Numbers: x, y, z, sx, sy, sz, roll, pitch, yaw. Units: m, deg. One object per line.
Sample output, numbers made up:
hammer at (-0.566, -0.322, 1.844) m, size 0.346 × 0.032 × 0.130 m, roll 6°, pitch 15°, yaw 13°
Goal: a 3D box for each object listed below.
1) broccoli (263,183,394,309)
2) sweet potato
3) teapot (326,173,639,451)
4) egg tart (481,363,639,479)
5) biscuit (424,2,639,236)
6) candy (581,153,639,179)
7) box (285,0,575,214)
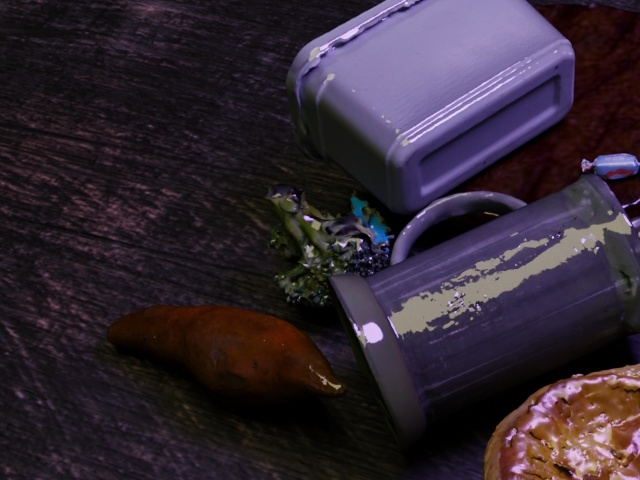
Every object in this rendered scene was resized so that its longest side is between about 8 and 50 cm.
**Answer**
broccoli at (0.000, 0.000, 1.955) m, size 0.154 × 0.160 × 0.167 m, roll -26°, pitch 22°, yaw 18°
sweet potato at (-0.091, 0.128, 1.894) m, size 0.359 × 0.112 × 0.112 m, roll 12°, pitch 48°, yaw 47°
teapot at (0.186, 0.047, 1.822) m, size 0.337 × 0.200 × 0.270 m, roll -23°, pitch 44°, yaw -3°
egg tart at (0.301, 0.250, 1.679) m, size 0.290 × 0.115 × 0.290 m, roll -5°, pitch 45°, yaw 5°
biscuit at (0.285, -0.134, 2.074) m, size 0.407 × 0.091 × 0.407 m, roll -8°, pitch 44°, yaw 8°
candy at (0.335, -0.082, 1.930) m, size 0.083 × 0.020 × 0.030 m, roll -1°, pitch 43°, yaw 14°
box at (0.138, -0.172, 1.975) m, size 0.312 × 0.175 × 0.182 m, roll -31°, pitch 54°, yaw -18°
